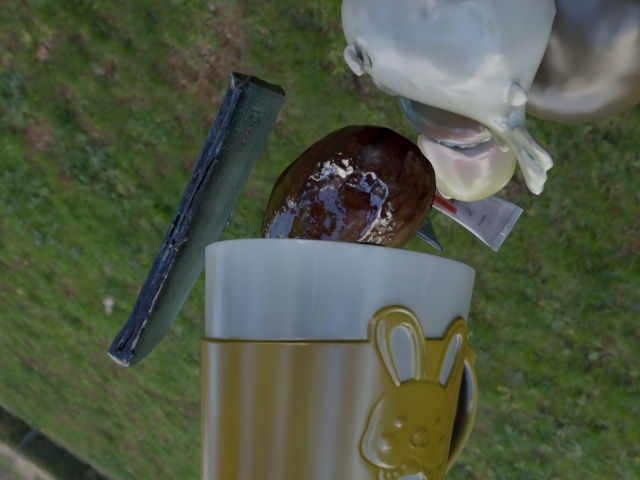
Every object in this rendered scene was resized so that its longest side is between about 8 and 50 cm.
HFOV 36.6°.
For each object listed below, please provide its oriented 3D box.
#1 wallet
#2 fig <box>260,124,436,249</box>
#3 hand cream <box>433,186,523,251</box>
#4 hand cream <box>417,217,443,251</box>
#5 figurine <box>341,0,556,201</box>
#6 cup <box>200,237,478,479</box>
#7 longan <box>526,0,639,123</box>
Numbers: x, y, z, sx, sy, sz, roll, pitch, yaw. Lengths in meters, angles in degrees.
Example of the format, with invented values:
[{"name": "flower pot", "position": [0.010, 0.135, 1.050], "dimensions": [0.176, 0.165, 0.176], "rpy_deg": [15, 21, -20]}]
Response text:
[{"name": "wallet", "position": [-0.150, -0.027, 1.198], "dimensions": [0.046, 0.379, 0.191], "rpy_deg": [27, -171, 5]}, {"name": "fig", "position": [-0.002, -0.001, 0.992], "dimensions": [0.145, 0.274, 0.170], "rpy_deg": [40, -172, 2]}, {"name": "hand cream", "position": [0.150, -0.063, 1.204], "dimensions": [0.216, 0.038, 0.052], "rpy_deg": [36, 128, 34]}, {"name": "hand cream", "position": [0.166, -0.040, 1.677], "dimensions": [0.083, 0.048, 0.224], "rpy_deg": [33, -164, -12]}, {"name": "figurine", "position": [0.156, -0.138, 0.999], "dimensions": [0.394, 0.227, 0.274], "rpy_deg": [70, 174, -62]}, {"name": "cup", "position": [0.026, 0.116, 0.663], "dimensions": [0.241, 0.226, 0.185], "rpy_deg": [14, 168, -39]}, {"name": "longan", "position": [0.312, -0.307, 1.188], "dimensions": [0.319, 0.319, 0.319], "rpy_deg": [29, 149, 19]}]
